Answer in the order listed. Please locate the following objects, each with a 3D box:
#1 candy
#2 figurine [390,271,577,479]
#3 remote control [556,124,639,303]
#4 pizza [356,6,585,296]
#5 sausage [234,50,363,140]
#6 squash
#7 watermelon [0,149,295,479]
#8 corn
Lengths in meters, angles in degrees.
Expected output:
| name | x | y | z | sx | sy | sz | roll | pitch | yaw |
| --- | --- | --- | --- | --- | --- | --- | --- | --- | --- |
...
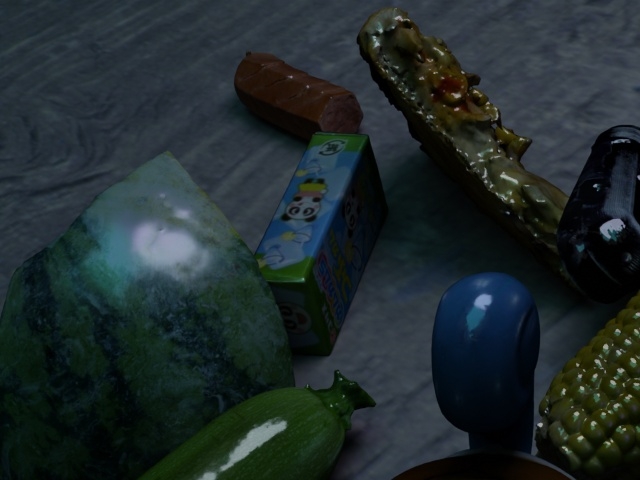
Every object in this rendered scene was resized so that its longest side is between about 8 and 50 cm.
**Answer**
| name | x | y | z | sx | sy | sz | roll | pitch | yaw |
| --- | --- | --- | --- | --- | --- | --- | --- | --- | --- |
| candy | 0.000 | 0.000 | 1.380 | 0.062 | 0.097 | 0.194 | 4 | 45 | 21 |
| figurine | 0.109 | 0.242 | 0.996 | 0.298 | 0.243 | 0.416 | 5 | 65 | 14 |
| remote control | 0.257 | -0.035 | 1.276 | 0.066 | 0.090 | 0.266 | -30 | 13 | 29 |
| pizza | 0.126 | -0.097 | 1.327 | 0.074 | 0.251 | 0.287 | -44 | 42 | 1 |
| sausage | -0.033 | -0.149 | 1.590 | 0.065 | 0.065 | 0.169 | -39 | 42 | -22 |
| squash | -0.114 | 0.226 | 1.162 | 0.395 | 0.107 | 0.107 | -38 | 43 | -22 |
| watermelon | -0.153 | 0.080 | 1.292 | 0.256 | 0.260 | 0.176 | -4 | 26 | -6 |
| corn | 0.303 | 0.066 | 1.159 | 0.347 | 0.130 | 0.130 | -36 | 42 | -13 |
